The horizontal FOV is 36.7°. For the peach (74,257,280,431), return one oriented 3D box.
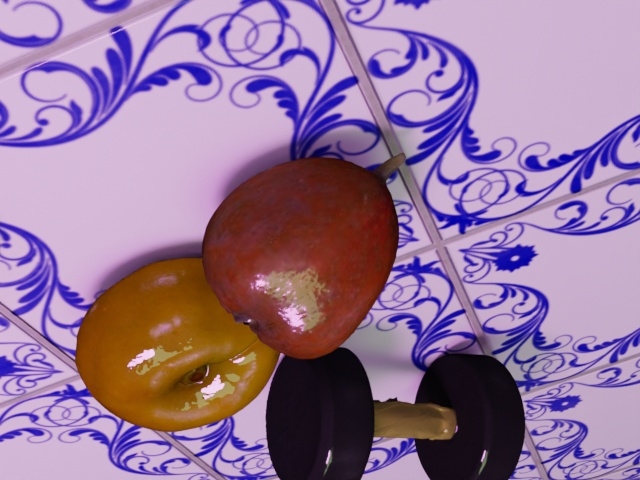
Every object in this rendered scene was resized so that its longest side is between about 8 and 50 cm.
[{"bbox_3d":[-0.161,0.123,1.149,0.251,0.153,0.251,-21,143,-17],"label":"peach"}]

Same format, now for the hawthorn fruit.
[{"bbox_3d":[0.000,0.000,1.013,0.251,0.199,0.199,-42,138,9],"label":"hawthorn fruit"}]

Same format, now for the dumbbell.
[{"bbox_3d":[0.105,0.254,1.352,0.322,0.204,0.204,6,139,-25],"label":"dumbbell"}]
